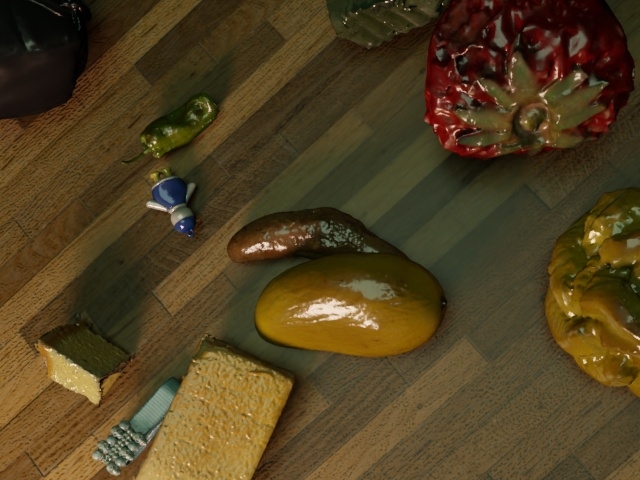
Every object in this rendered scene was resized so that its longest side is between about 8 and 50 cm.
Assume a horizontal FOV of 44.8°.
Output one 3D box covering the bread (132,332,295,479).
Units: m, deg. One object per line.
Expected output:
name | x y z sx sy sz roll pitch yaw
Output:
bread | -0.177 0.317 1.304 0.185 0.114 0.274 25 84 -1

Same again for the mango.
mango | 0.042 0.104 1.266 0.332 0.195 0.142 -1 41 14

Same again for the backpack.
backpack | -0.641 -0.443 1.453 0.364 0.254 0.445 -18 61 -23

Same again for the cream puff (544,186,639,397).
cream puff | 0.494 0.063 1.143 0.324 0.257 0.291 -45 79 2

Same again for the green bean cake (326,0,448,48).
green bean cake | 0.119 -0.461 1.330 0.227 0.125 0.222 -17 67 45

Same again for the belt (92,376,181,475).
belt | -0.309 0.318 1.358 0.065 0.100 0.179 38 88 11

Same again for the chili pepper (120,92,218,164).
chili pepper | -0.284 -0.202 1.448 0.204 0.073 0.072 -35 57 -6

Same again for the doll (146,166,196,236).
doll | -0.267 -0.069 1.430 0.099 0.057 0.142 -26 77 -14

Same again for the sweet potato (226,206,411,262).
sweet potato | -0.002 -0.004 1.346 0.342 0.092 0.113 4 107 13

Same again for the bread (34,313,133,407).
bread | -0.435 0.219 1.378 0.147 0.152 0.127 32 90 6

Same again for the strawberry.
strawberry | 0.316 -0.302 1.257 0.318 0.295 0.345 -26 39 26
